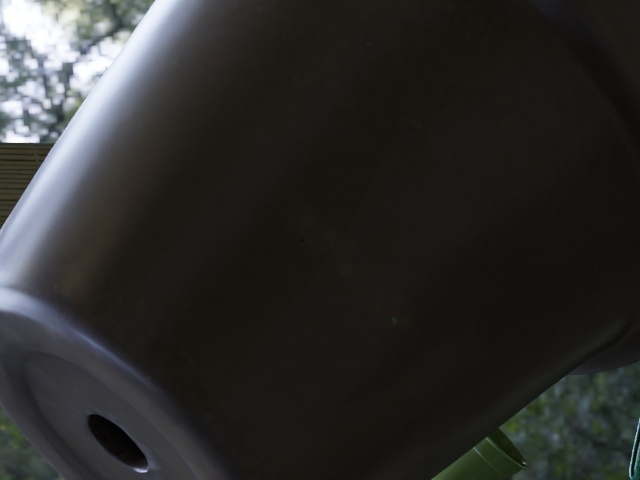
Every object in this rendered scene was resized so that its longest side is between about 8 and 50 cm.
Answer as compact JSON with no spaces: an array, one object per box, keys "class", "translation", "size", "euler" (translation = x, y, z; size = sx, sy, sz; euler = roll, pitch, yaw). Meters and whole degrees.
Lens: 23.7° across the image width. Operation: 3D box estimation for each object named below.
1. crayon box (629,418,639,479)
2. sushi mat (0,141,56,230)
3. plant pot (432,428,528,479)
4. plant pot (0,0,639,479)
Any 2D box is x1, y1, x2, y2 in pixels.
[{"class":"crayon box","translation":[0.410,0.218,1.279],"size":[0.165,0.278,0.081],"euler":[60,-136,-57]},{"class":"sushi mat","translation":[-0.150,-0.027,1.214],"size":[0.316,0.151,0.019],"euler":[-1,-46,-32]},{"class":"plant pot","translation":[0.150,0.223,1.521],"size":[0.079,0.083,0.083],"euler":[-45,-31,10]},{"class":"plant pot","translation":[0.000,0.000,0.571],"size":[0.229,0.263,0.263],"euler":[-48,-48,-29]}]
